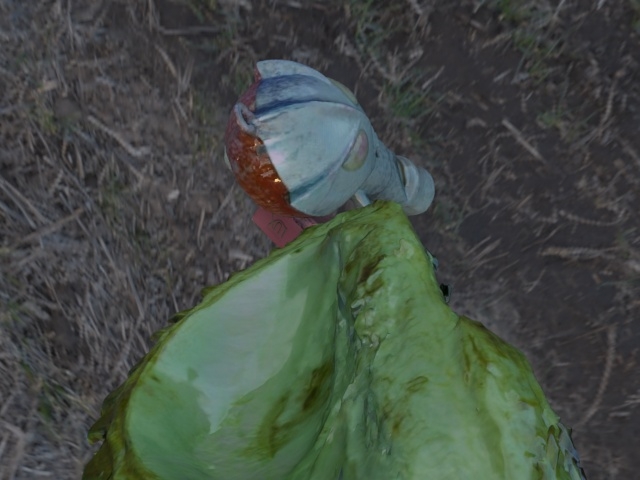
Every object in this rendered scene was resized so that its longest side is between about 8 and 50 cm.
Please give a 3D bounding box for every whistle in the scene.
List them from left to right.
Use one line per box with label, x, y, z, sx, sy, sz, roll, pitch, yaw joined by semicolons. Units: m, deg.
whistle;0.013;-0.081;1.124;0.134;0.346;0.142;-45;62;15

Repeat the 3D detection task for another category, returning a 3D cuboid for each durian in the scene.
durian;0.019;0.113;0.489;0.198;0.394;0.163;-40;112;0

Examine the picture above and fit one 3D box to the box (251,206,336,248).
box;0.000;0.000;1.413;0.060;0.156;0.111;-53;43;9
